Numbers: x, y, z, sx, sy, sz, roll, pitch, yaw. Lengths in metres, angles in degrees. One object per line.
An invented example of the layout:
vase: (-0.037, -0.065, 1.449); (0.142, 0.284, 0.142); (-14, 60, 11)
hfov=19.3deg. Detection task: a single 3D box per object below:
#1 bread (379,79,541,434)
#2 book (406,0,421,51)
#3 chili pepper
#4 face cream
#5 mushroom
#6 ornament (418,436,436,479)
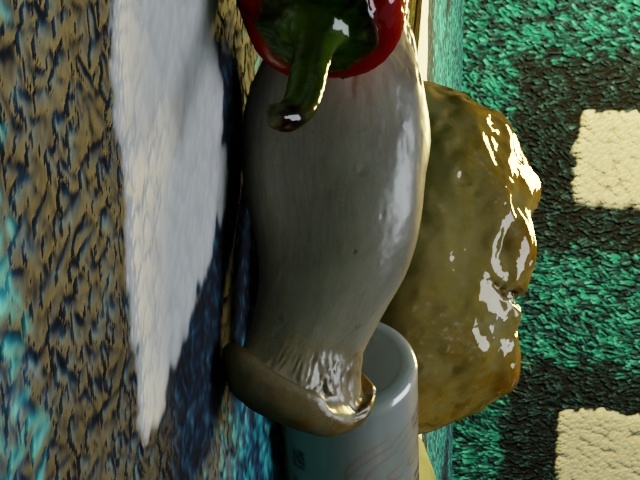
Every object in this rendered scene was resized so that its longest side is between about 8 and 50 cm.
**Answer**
bread: (0.074, 0.011, 1.238); (0.244, 0.134, 0.245); (-174, -90, -88)
book: (0.077, -0.210, 1.732); (0.228, 0.024, 0.160); (-67, 161, -74)
chili pepper: (-0.005, -0.207, 0.821); (0.137, 0.091, 0.369); (26, 59, -63)
face cream: (0.020, 0.165, 1.132); (0.082, 0.082, 0.269); (-80, 170, -46)
mushroom: (0.004, -0.016, 0.882); (0.097, 0.088, 0.213); (166, -70, -84)
ornament: (0.042, 0.216, 1.366); (0.180, 0.059, 0.201); (43, 32, -50)
